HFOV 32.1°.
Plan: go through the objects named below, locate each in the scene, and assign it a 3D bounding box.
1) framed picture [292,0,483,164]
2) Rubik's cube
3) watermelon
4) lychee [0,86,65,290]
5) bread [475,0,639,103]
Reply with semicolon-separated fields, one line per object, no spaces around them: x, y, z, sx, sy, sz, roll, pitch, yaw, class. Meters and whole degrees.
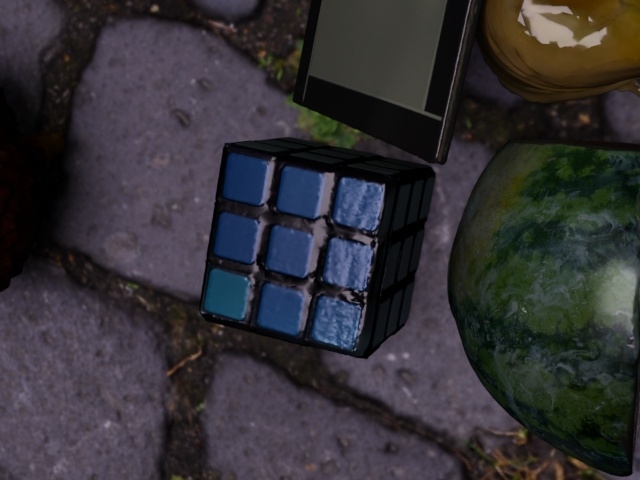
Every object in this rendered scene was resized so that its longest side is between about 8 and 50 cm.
0.054;-0.216;0.894;0.016;0.347;0.265;8;100;-20;framed picture
0.000;0.000;1.002;0.162;0.163;0.160;13;100;15;Rubik's cube
0.219;0.068;0.956;0.224;0.180;0.305;19;112;61;watermelon
-0.394;-0.054;1.065;0.304;0.276;0.276;-22;89;-16;lychee
0.256;-0.263;0.782;0.250;0.394;0.361;11;99;0;bread
